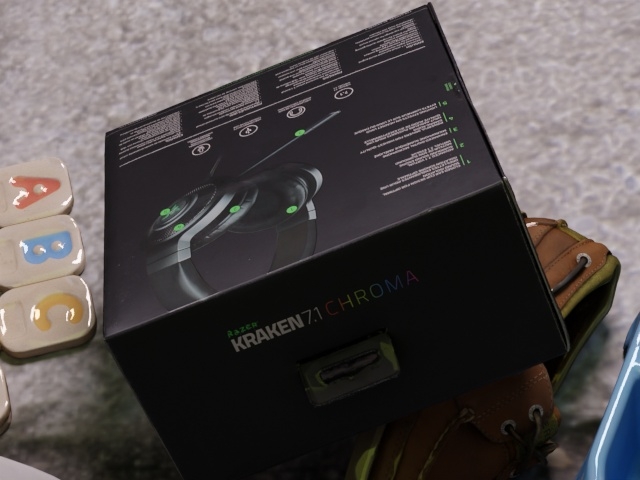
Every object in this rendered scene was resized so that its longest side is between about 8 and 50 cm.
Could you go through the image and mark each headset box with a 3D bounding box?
[{"bbox_3d":[0.000,0.000,1.041,0.246,0.131,0.283,-22,30,5],"label":"headset box"}]

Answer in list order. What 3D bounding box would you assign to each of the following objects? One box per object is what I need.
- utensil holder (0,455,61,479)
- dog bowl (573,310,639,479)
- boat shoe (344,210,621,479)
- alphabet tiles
[{"bbox_3d":[-0.250,0.337,0.801,0.328,0.327,0.385,-7,57,-1],"label":"utensil holder"},{"bbox_3d":[0.258,0.116,1.060,0.166,0.074,0.297,17,56,17],"label":"dog bowl"},{"bbox_3d":[0.105,0.101,1.065,0.104,0.110,0.307,18,58,18],"label":"boat shoe"},{"bbox_3d":[-0.309,0.032,1.200,0.278,0.021,0.284,-13,54,-5],"label":"alphabet tiles"}]
